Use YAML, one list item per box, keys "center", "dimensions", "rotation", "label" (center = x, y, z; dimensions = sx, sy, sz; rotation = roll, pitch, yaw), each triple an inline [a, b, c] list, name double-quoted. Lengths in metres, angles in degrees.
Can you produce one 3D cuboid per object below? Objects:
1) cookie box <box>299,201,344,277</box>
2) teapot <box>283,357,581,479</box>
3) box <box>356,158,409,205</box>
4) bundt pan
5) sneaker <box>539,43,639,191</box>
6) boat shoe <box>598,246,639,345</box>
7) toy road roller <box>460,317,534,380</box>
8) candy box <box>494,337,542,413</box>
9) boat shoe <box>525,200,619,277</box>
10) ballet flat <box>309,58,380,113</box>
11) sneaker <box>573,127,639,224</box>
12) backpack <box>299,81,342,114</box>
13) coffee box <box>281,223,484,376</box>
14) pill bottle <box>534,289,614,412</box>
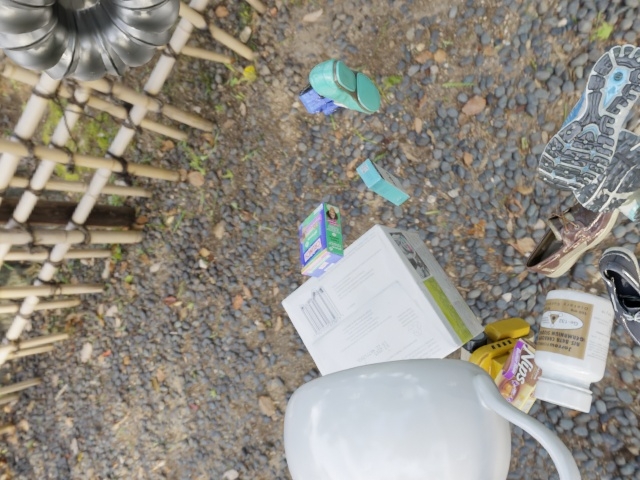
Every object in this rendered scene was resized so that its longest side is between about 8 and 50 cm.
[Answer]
- center: [0.000, 0.000, 0.877]
  dimensions: [0.092, 0.040, 0.107]
  rotation: [-43, 42, 45]
  label: "cookie box"
- center: [0.086, 0.238, 0.487]
  dimensions: [0.253, 0.256, 0.187]
  rotation: [-8, 60, 1]
  label: "teapot"
- center: [0.235, -0.211, 1.765]
  dimensions: [0.060, 0.244, 0.100]
  rotation: [-40, 59, 21]
  label: "box"
- center: [-0.360, -0.368, 0.717]
  dimensions: [0.331, 0.331, 0.124]
  rotation: [-33, 71, 20]
  label: "bundt pan"
- center: [0.298, -0.126, 0.517]
  dimensions: [0.063, 0.073, 0.162]
  rotation: [32, 125, 19]
  label: "sneaker"
- center: [0.541, 0.113, 0.838]
  dimensions: [0.075, 0.065, 0.206]
  rotation: [-15, 107, 50]
  label: "boat shoe"
- center: [0.674, 0.440, 1.734]
  dimensions: [0.240, 0.330, 0.202]
  rotation: [-142, 46, -61]
  label: "toy road roller"
- center: [0.572, 0.384, 1.349]
  dimensions: [0.109, 0.053, 0.186]
  rotation: [44, 115, 53]
  label: "candy box"
- center: [0.735, -0.029, 1.414]
  dimensions: [0.123, 0.123, 0.342]
  rotation: [-99, 27, -47]
  label: "boat shoe"
- center: [0.051, -0.335, 1.049]
  dimensions: [0.087, 0.247, 0.083]
  rotation: [1, 90, 28]
  label: "ballet flat"
- center: [0.425, -0.106, 0.718]
  dimensions: [0.110, 0.283, 0.122]
  rotation: [-53, 40, 23]
  label: "sneaker"
- center: [0.009, -0.388, 1.276]
  dimensions: [0.120, 0.098, 0.101]
  rotation: [-22, 111, 25]
  label: "backpack"
- center: [0.174, 0.201, 1.267]
  dimensions: [0.338, 0.334, 0.338]
  rotation: [-39, 70, 21]
  label: "coffee box"
- center: [0.522, 0.228, 0.996]
  dimensions: [0.131, 0.131, 0.229]
  rotation: [12, 77, 25]
  label: "pill bottle"
